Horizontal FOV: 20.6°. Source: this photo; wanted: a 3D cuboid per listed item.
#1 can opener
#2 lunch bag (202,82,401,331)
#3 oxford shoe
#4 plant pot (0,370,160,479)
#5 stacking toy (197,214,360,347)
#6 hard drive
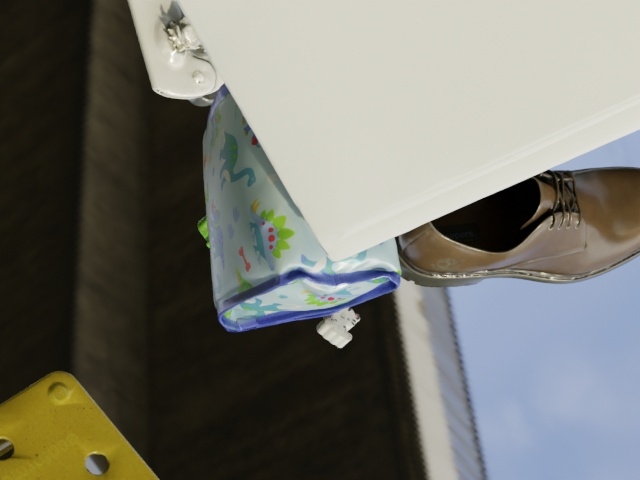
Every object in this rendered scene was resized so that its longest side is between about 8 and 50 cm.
[{"bbox_3d":[-0.137,-0.240,1.392,0.074,0.280,0.093,-16,-177,-26],"label":"can opener"},{"bbox_3d":[-0.022,-0.021,0.999,0.151,0.096,0.128,-25,-114,59],"label":"lunch bag"},{"bbox_3d":[0.168,-0.016,1.277,0.096,0.227,0.082,123,-47,-67],"label":"oxford shoe"},{"bbox_3d":[-0.199,0.213,1.208,0.212,0.187,0.212,-32,-109,-30],"label":"plant pot"},{"bbox_3d":[0.000,0.000,1.836,0.167,0.221,0.052,-42,-164,38],"label":"stacking toy"},{"bbox_3d":[0.103,-0.157,0.809,0.353,0.233,0.047,-24,-164,22],"label":"hard drive"}]
